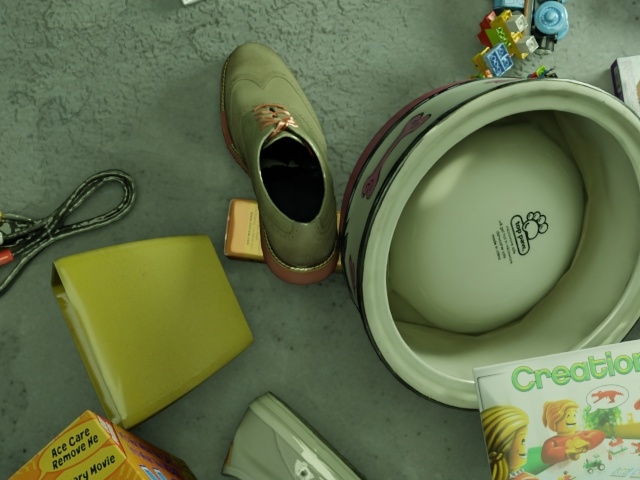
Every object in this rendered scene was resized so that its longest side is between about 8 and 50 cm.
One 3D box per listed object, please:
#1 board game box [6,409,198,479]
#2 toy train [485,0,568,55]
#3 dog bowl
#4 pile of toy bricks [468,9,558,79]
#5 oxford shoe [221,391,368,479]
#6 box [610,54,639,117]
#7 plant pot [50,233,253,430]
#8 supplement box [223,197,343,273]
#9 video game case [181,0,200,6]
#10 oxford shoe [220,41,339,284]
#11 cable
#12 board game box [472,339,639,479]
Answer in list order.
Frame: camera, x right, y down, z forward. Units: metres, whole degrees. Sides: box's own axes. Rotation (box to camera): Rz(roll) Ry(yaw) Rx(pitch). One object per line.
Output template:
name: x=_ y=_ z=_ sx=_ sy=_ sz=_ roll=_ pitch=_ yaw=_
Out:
board game box: x=-0.230 y=0.465 z=1.738 sx=0.356 sy=0.356 sz=0.356 roll=-42 pitch=69 yaw=-2
toy train: x=0.267 y=-0.328 z=1.975 sx=0.105 sy=0.080 sz=0.184 roll=6 pitch=88 yaw=11
dog bowl: x=0.203 y=-0.012 z=1.830 sx=0.408 sy=0.150 sz=0.408 roll=-9 pitch=114 yaw=-21
pile of toy bricks: x=0.231 y=-0.173 z=1.949 sx=0.118 sy=0.105 sz=0.212 roll=-43 pitch=116 yaw=-26
oxford shoe: x=0.051 y=0.373 z=1.868 sx=0.449 sy=0.169 sz=0.130 roll=43 pitch=86 yaw=15
box: x=0.490 y=-0.098 z=1.958 sx=0.201 sy=0.057 sz=0.293 roll=-8 pitch=85 yaw=1
plant pot: x=-0.199 y=0.102 z=1.892 sx=0.187 sy=0.212 sz=0.212 roll=-22 pitch=85 yaw=-13
supplement box: x=0.000 y=0.000 z=1.951 sx=0.233 sy=0.078 sz=0.080 roll=6 pitch=85 yaw=2
video game case: x=-0.139 y=-0.400 z=2.015 sx=0.143 sy=0.019 sz=0.157 roll=-21 pitch=85 yaw=0
oxford shoe: x=-0.043 y=-0.123 z=1.889 sx=0.123 sy=0.130 sz=0.348 roll=-13 pitch=59 yaw=-11
cable: x=-0.367 y=-0.004 z=1.961 sx=0.287 sy=0.072 sz=0.139 roll=-13 pitch=91 yaw=0
board game box: x=0.336 y=0.212 z=1.742 sx=0.305 sy=0.053 sz=0.193 roll=-11 pitch=83 yaw=9
